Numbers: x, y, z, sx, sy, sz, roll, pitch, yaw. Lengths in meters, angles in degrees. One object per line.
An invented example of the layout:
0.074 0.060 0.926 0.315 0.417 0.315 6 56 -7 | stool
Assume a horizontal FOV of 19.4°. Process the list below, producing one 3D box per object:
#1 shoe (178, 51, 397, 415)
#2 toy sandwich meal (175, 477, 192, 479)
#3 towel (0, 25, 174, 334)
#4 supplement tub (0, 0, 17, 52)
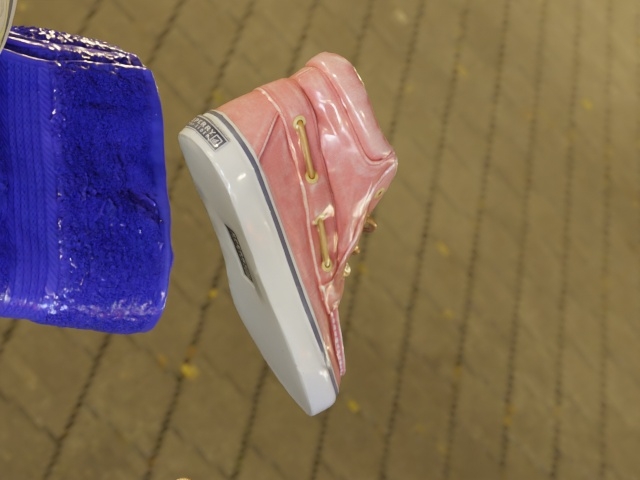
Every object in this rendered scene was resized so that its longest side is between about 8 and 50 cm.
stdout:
0.000 0.000 0.845 0.063 0.081 0.178 42 -22 45 | shoe
-0.059 0.112 0.578 0.029 0.085 0.086 76 -8 -59 | toy sandwich meal
-0.232 -0.056 1.287 0.308 0.076 0.228 7 68 -45 | towel
-0.262 -0.071 0.759 0.235 0.235 0.325 41 24 -20 | supplement tub
